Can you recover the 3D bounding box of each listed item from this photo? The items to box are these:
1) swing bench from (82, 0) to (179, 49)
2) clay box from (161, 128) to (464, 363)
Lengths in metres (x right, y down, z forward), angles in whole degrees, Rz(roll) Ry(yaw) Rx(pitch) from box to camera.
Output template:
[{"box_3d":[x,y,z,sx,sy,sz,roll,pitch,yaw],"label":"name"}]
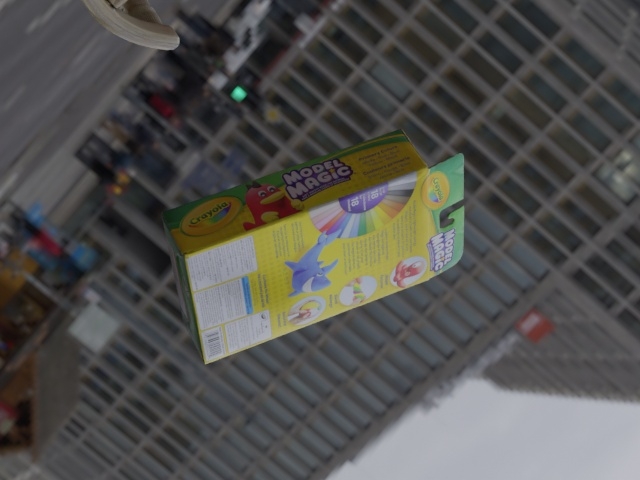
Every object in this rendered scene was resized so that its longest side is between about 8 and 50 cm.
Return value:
[{"box_3d":[-0.168,-0.341,1.210,0.165,0.253,0.254,14,122,-46],"label":"swing bench"},{"box_3d":[0.000,0.000,1.094,0.222,0.053,0.127,-20,139,-14],"label":"clay box"}]
